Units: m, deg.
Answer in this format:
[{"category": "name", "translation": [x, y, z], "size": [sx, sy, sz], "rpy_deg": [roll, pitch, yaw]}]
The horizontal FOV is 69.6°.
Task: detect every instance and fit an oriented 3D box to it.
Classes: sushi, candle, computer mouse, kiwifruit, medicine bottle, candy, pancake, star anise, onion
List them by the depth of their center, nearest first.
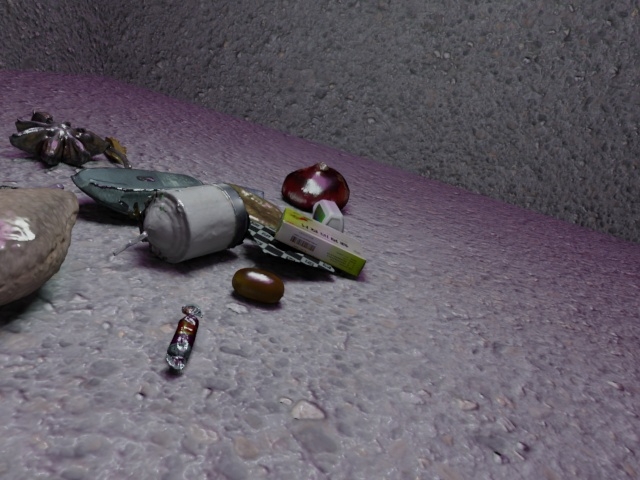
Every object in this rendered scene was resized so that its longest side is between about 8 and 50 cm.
[{"category": "candy", "translation": [-0.250, 0.175, 0.840], "size": [0.045, 0.043, 0.175], "rpy_deg": [10, 25, -7]}, {"category": "kiwifruit", "translation": [-0.142, 0.103, 1.056], "size": [0.125, 0.075, 0.075], "rpy_deg": [21, 21, 3]}, {"category": "candle", "translation": [-0.340, -0.037, 1.124], "size": [0.188, 0.187, 0.330], "rpy_deg": [27, 25, 27]}, {"category": "sushi", "translation": [-0.102, 0.031, 1.273], "size": [0.232, 0.047, 0.219], "rpy_deg": [18, 17, -33]}, {"category": "computer mouse", "translation": [-0.507, -0.126, 1.318], "size": [0.374, 0.114, 0.203], "rpy_deg": [2, 27, -33]}, {"category": "pancake", "translation": [-0.218, -0.102, 1.465], "size": [0.295, 0.049, 0.294], "rpy_deg": [29, 13, -7]}, {"category": "medicine bottle", "translation": [0.020, -0.071, 1.542], "size": [0.078, 0.115, 0.219], "rpy_deg": [9, 21, -13]}, {"category": "star anise", "translation": [-0.873, -0.319, 1.565], "size": [0.359, 0.139, 0.316], "rpy_deg": [41, 37, 18]}, {"category": "onion", "translation": [-0.016, -0.227, 1.810], "size": [0.272, 0.195, 0.272], "rpy_deg": [9, 30, -5]}]

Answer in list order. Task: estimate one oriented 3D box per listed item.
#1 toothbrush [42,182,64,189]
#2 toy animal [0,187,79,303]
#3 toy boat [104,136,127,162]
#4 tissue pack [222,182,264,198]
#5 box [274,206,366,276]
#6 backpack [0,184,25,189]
[{"category": "toothbrush", "translation": [-0.787, -0.107, 1.190], "size": [0.024, 0.029, 0.354], "rpy_deg": [29, 21, -2]}, {"category": "toy animal", "translation": [-0.585, 0.010, 0.819], "size": [0.227, 0.188, 0.358], "rpy_deg": [0, 24, -10]}, {"category": "toy boat", "translation": [-0.780, -0.345, 1.763], "size": [0.072, 0.064, 0.206], "rpy_deg": [21, 14, -43]}, {"category": "tissue pack", "translation": [-0.279, -0.156, 1.643], "size": [0.157, 0.051, 0.112], "rpy_deg": [11, 24, -12]}, {"category": "box", "translation": [0.000, -0.001, 1.342], "size": [0.261, 0.062, 0.175], "rpy_deg": [26, 15, -9]}, {"category": "backpack", "translation": [-0.679, -0.060, 1.040], "size": [0.120, 0.105, 0.165], "rpy_deg": [1, 21, -43]}]
